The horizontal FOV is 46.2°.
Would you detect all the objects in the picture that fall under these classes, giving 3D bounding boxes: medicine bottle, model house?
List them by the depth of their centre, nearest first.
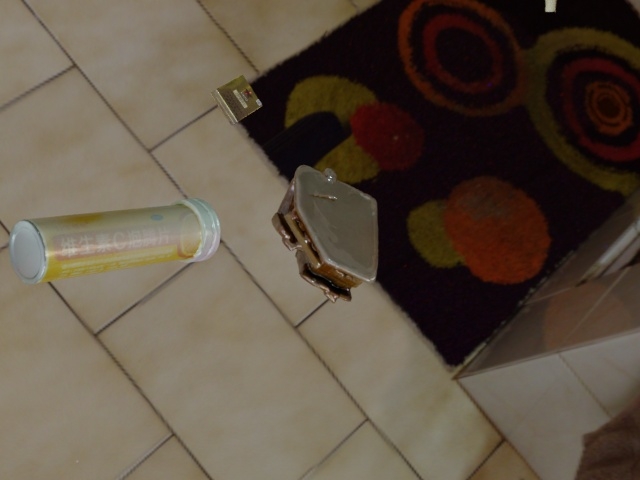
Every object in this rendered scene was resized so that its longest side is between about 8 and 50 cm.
[{"bbox_3d":[-0.206,0.000,0.776,0.218,0.074,0.074,-11,76,-52],"label":"medicine bottle"},{"bbox_3d":[0.000,-0.001,1.483,0.199,0.229,0.219,18,62,-11],"label":"model house"}]

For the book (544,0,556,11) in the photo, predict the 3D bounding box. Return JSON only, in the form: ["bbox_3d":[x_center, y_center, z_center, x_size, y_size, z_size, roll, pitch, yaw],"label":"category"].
[{"bbox_3d":[0.404,-0.602,1.224,0.028,0.262,0.374,9,84,20],"label":"book"}]

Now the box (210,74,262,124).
[{"bbox_3d":[-0.196,-0.332,1.769,0.090,0.023,0.133,58,34,-12],"label":"box"}]
